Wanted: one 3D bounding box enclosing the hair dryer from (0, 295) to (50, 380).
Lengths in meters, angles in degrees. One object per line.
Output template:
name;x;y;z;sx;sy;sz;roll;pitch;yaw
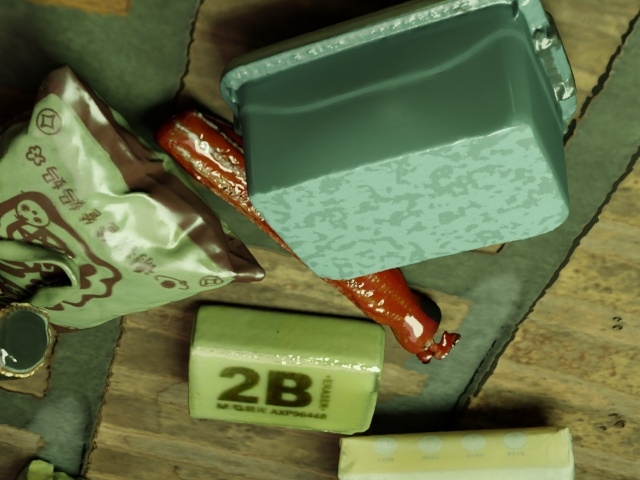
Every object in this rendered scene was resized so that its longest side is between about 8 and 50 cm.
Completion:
hair dryer;-0.328;0.062;0.848;0.362;0.128;0.203;2;141;37

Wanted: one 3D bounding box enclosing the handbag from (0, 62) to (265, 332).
handbag;-0.189;-0.017;0.826;0.235;0.127;0.213;-16;132;38

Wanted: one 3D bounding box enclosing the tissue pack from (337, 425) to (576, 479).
tissue pack;0.135;0.242;1.064;0.222;0.090;0.186;-6;152;9

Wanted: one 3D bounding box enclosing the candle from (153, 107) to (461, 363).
candle;0.000;0.000;0.881;0.329;0.048;0.051;40;85;-31

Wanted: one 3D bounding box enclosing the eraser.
eraser;-0.032;0.119;0.996;0.172;0.058;0.117;6;136;-2

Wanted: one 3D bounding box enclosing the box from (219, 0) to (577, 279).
box;0.058;-0.071;0.742;0.227;0.130;0.162;-15;148;18

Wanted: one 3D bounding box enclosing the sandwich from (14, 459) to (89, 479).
sandwich;-0.327;0.393;1.154;0.095;0.273;0.249;25;131;-20
